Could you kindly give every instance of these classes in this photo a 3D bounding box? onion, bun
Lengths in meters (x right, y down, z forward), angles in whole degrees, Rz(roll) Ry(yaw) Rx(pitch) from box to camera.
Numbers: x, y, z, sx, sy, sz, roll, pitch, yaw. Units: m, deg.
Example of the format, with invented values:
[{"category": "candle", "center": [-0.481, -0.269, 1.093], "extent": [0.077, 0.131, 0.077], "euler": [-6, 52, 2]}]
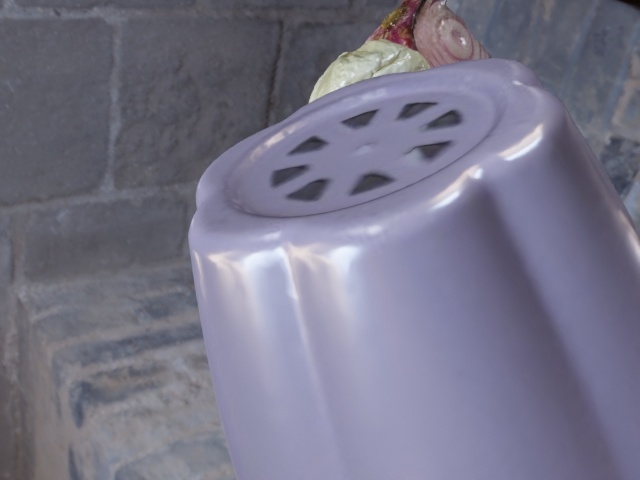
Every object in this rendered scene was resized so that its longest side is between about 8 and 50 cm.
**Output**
[{"category": "onion", "center": [0.182, -0.330, 1.757], "extent": [0.256, 0.230, 0.272], "euler": [-29, 98, -44]}, {"category": "bun", "center": [0.073, -0.252, 1.493], "extent": [0.220, 0.134, 0.220], "euler": [-26, 164, -8]}]

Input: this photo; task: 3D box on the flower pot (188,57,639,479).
[{"category": "flower pot", "center": [0.056, 0.051, 0.463], "extent": [0.265, 0.265, 0.243], "euler": [-31, 114, -17]}]
